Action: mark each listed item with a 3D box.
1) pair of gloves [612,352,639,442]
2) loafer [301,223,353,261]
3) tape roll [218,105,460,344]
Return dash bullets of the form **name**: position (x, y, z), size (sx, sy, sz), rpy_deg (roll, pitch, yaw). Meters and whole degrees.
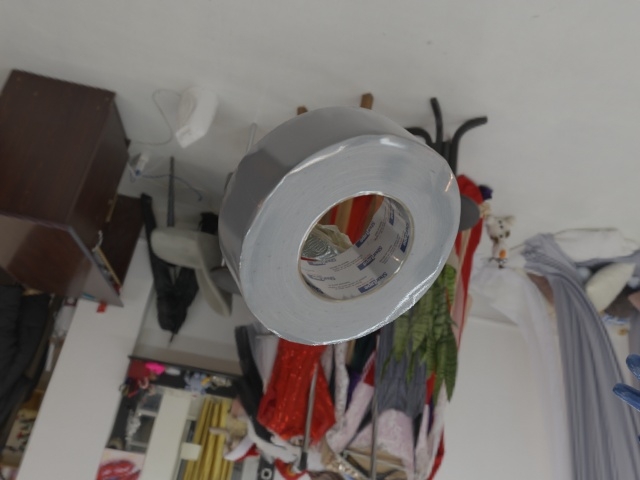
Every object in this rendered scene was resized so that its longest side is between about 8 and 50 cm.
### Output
- **pair of gloves**: position (0.318, 0.090, 0.380), size (0.159, 0.198, 0.023), rpy_deg (33, -164, 21)
- **loafer**: position (0.000, 0.000, 0.828), size (0.056, 0.050, 0.148), rpy_deg (-28, 144, 25)
- **tape roll**: position (0.020, -0.009, 0.514), size (0.219, 0.219, 0.072), rpy_deg (32, -167, -39)
